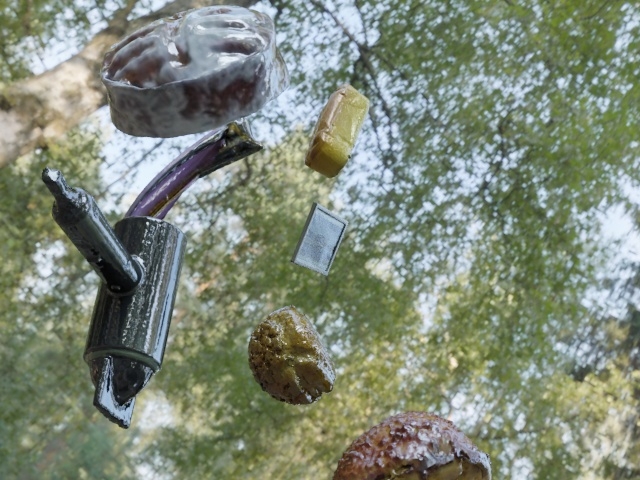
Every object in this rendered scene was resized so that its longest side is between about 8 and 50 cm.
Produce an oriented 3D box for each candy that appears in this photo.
[{"bbox_3d":[-0.196,-0.263,1.217,0.214,0.289,0.157,-111,-173,-48],"label":"candy"}]

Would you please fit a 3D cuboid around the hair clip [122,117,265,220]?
[{"bbox_3d":[-0.258,-0.116,1.509,0.096,0.358,0.110,55,-14,-15],"label":"hair clip"}]

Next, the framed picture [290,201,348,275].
[{"bbox_3d":[0.000,0.000,1.387,0.011,0.109,0.149,21,-2,26],"label":"framed picture"}]

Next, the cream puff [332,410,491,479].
[{"bbox_3d":[0.162,0.489,1.584,0.228,0.350,0.350,34,-34,48],"label":"cream puff"}]

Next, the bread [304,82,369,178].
[{"bbox_3d":[0.033,-0.250,1.773,0.094,0.245,0.102,31,-35,-15],"label":"bread"}]

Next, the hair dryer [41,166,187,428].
[{"bbox_3d":[-0.195,0.034,0.691,0.078,0.196,0.248,-1,-31,10],"label":"hair dryer"}]

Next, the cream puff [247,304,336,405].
[{"bbox_3d":[-0.047,0.176,1.171,0.150,0.115,0.165,57,-6,49],"label":"cream puff"}]
